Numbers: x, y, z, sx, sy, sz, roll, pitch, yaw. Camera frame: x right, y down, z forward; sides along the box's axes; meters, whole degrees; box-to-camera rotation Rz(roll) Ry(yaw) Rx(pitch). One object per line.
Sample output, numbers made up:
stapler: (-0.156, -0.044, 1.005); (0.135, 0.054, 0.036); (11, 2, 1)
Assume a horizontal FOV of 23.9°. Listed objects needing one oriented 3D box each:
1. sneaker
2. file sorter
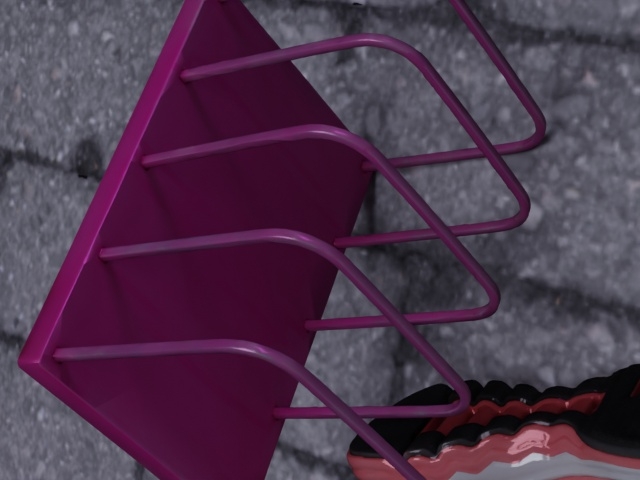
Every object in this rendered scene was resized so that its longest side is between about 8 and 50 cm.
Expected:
sneaker: (0.171, 0.154, 0.905); (0.314, 0.116, 0.136); (-7, 111, 36)
file sorter: (0.000, 0.000, 0.903); (0.182, 0.202, 0.290); (-6, 52, 37)
